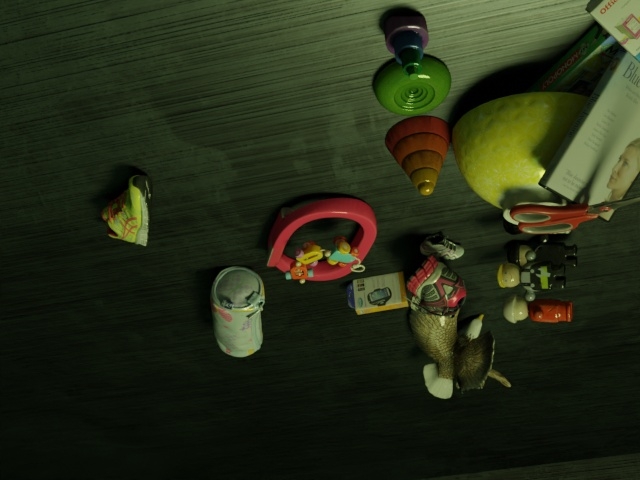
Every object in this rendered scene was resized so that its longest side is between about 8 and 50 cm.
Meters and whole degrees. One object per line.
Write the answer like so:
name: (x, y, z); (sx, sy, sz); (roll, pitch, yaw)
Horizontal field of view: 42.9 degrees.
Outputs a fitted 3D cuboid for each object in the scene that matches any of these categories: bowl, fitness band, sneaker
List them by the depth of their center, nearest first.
bowl: (0.370, -0.115, 1.393); (0.289, 0.156, 0.289); (2, 160, 1)
sneaker: (-0.368, -0.053, 1.542); (0.094, 0.081, 0.208); (6, 147, -12)
fitness band: (0.000, 0.000, 1.699); (0.209, 0.054, 0.291); (3, 148, -16)
sneaker: (0.268, 0.009, 1.747); (0.098, 0.038, 0.069); (2, 148, -10)
sneaker: (0.264, 0.125, 1.791); (0.121, 0.112, 0.299); (-49, 162, 0)

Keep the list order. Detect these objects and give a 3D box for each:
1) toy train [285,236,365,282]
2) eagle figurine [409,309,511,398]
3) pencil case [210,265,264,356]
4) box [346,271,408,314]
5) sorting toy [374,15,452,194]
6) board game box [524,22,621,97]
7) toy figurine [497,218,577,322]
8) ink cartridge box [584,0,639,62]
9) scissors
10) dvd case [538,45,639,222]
toy train: (0.003, 0.036, 1.666); (0.166, 0.046, 0.125); (-8, 150, 7)
eagle figurine: (0.348, 0.270, 2.048); (0.226, 0.225, 0.298); (-4, 160, 20)
pencil case: (-0.188, 0.169, 1.883); (0.124, 0.113, 0.273); (19, 149, 5)
box: (0.130, 0.122, 1.874); (0.136, 0.081, 0.028); (-11, 148, 12)
sorting toy: (0.158, -0.196, 1.328); (0.127, 0.126, 0.365); (-8, 149, 7)
board game box: (0.532, -0.252, 1.353); (0.317, 0.046, 0.213); (13, 145, -25)
toy figurine: (0.442, 0.053, 1.683); (0.148, 0.213, 0.209); (1, 149, 24)
ink cartridge box: (0.454, -0.321, 1.162); (0.122, 0.052, 0.088); (40, 114, -9)
scissors: (0.438, -0.048, 1.284); (0.297, 0.021, 0.109); (-9, 153, 40)
dvd case: (0.468, -0.165, 1.286); (0.180, 0.022, 0.253); (21, 103, -34)
